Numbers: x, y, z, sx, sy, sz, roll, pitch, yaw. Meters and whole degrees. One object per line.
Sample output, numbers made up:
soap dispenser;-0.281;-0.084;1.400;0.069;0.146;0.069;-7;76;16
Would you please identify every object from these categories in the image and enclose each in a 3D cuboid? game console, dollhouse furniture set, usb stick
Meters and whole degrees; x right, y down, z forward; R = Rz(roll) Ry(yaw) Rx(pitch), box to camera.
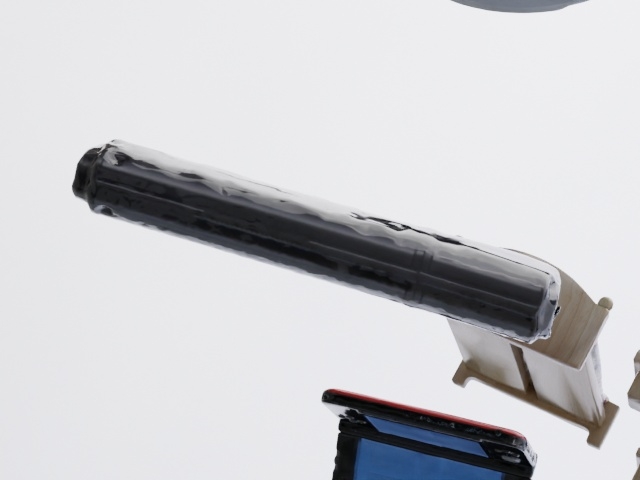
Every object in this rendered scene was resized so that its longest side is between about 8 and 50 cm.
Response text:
game console;0.069;0.166;1.210;0.144;0.124;0.085;12;-103;16
dollhouse furniture set;0.228;0.069;1.432;0.355;0.303;0.174;24;-107;21
usb stick;0.000;0.000;0.980;0.077;0.278;0.045;-51;157;-78

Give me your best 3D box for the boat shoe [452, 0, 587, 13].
boat shoe;0.251;-0.297;1.536;0.156;0.367;0.136;-96;170;-74
